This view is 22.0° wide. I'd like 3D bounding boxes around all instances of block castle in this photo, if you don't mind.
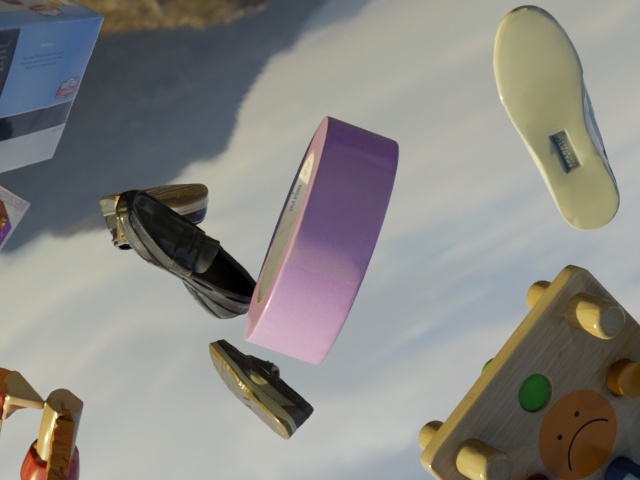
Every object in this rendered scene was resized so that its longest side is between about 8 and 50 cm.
[{"bbox_3d":[-0.552,0.330,2.214,0.453,0.213,0.303,10,-144,-10],"label":"block castle"}]

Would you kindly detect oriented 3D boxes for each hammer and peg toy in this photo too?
[{"bbox_3d":[0.223,0.238,1.642,0.361,0.266,0.127,-52,-153,-9],"label":"hammer and peg toy"}]

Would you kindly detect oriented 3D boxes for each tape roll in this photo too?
[{"bbox_3d":[0.000,0.000,1.886,0.275,0.090,0.274,-159,-90,-84],"label":"tape roll"}]

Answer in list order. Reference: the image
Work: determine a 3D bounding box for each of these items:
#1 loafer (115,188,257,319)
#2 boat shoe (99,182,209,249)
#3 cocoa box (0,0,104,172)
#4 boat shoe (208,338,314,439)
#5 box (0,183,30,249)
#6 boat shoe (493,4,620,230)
[{"bbox_3d":[-0.154,0.012,1.973,0.078,0.223,0.076,-17,-139,38],"label":"loafer"},{"bbox_3d":[-0.218,-0.024,2.213,0.103,0.092,0.285,-15,-172,-27],"label":"boat shoe"},{"bbox_3d":[-0.480,-0.230,2.138,0.228,0.231,0.347,-67,167,17],"label":"cocoa box"},{"bbox_3d":[-0.094,0.227,2.618,0.073,0.080,0.223,-32,-130,-20],"label":"boat shoe"},{"bbox_3d":[-0.589,-0.044,2.345,0.201,0.293,0.057,-58,-148,-2],"label":"box"},{"bbox_3d":[0.214,-0.118,1.533,0.079,0.227,0.081,-22,-158,6],"label":"boat shoe"}]
